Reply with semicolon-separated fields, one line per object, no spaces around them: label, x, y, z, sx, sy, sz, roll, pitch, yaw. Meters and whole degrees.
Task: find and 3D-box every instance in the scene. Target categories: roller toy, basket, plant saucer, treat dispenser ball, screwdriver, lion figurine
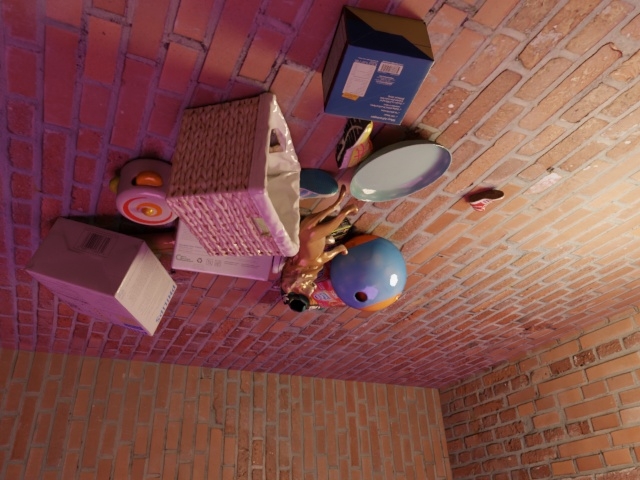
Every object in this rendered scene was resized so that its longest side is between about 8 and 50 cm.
roller toy;-0.517;-0.141;1.576;0.209;0.146;0.191;-22;145;28
basket;-0.214;-0.156;1.399;0.266;0.331;0.328;-6;149;10
plant saucer;0.236;-0.212;1.561;0.317;0.044;0.317;-12;157;-5
treat dispenser ball;0.179;0.122;1.943;0.288;0.288;0.288;-2;150;-1
screwdriver;0.102;-0.014;1.973;0.025;0.024;0.170;34;150;-2
lion figurine;-0.023;0.006;1.669;0.240;0.142;0.392;-25;141;-26

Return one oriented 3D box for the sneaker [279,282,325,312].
sneaker;-0.077;0.283;2.356;0.108;0.121;0.302;-24;144;32

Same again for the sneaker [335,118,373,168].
sneaker;0.113;-0.280;1.470;0.094;0.081;0.208;-2;156;-18

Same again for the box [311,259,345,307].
box;0.021;0.179;2.186;0.128;0.123;0.257;-10;149;15

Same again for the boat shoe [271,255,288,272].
boat shoe;-0.120;0.042;1.814;0.084;0.095;0.258;8;149;-9

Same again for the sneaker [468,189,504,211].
sneaker;0.574;-0.135;1.775;0.118;0.042;0.067;-9;146;26

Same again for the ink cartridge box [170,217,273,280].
ink cartridge box;-0.298;-0.047;1.695;0.324;0.330;0.071;10;-171;-20

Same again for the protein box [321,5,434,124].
protein box;0.123;-0.398;1.200;0.199;0.136;0.201;5;149;-14

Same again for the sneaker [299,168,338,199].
sneaker;-0.057;-0.169;1.637;0.228;0.087;0.092;2;158;-2

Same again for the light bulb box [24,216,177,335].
light bulb box;-0.764;0.137;1.854;0.358;0.225;0.361;15;152;12

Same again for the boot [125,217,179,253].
boot;-0.575;-0.010;1.855;0.269;0.089;0.236;-3;148;4

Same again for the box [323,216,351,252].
box;0.000;0.000;1.887;0.190;0.045;0.184;-18;155;-27
